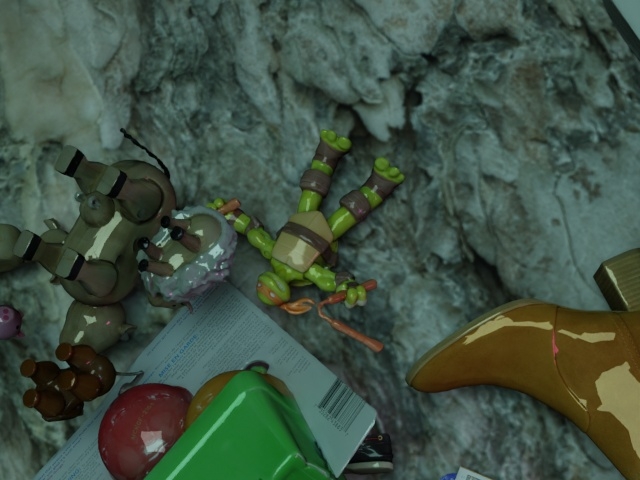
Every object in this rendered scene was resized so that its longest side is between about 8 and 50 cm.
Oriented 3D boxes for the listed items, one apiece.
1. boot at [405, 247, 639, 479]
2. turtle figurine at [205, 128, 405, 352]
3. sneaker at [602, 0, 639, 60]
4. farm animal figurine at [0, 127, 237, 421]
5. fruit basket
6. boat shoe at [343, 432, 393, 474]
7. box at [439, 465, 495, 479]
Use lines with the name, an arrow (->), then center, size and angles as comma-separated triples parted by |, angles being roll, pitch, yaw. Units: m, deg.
boot -> 0.256, 0.154, 1.196 | 0.295, 0.104, 0.211 | -26, 71, 0
turtle figurine -> 0.000, 0.000, 1.298 | 0.269, 0.087, 0.217 | 28, 75, 26
sneaker -> 0.443, -0.196, 1.250 | 0.169, 0.108, 0.292 | -31, 70, 5
farm animal figurine -> -0.270, 0.034, 1.302 | 0.326, 0.172, 0.330 | -50, 59, 4
fruit basket -> -0.130, 0.226, 1.214 | 0.327, 0.165, 0.353 | -49, 33, -5
boat shoe -> 0.011, 0.227, 1.256 | 0.133, 0.049, 0.042 | -6, 69, 7
box -> 0.177, 0.288, 1.215 | 0.136, 0.028, 0.081 | 20, 80, 14
